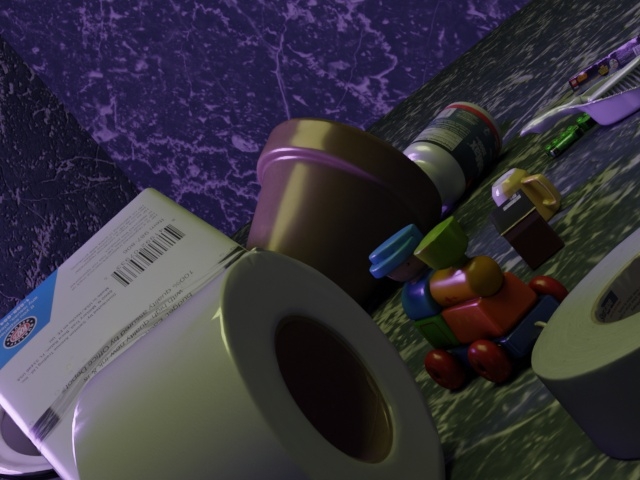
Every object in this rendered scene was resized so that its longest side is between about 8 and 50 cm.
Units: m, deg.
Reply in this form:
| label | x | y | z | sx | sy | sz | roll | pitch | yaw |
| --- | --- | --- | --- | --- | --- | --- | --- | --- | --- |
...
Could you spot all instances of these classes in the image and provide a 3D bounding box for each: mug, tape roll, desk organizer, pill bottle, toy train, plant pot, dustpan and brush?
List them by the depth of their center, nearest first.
| label | x | y | z | sx | sy | sz | roll | pitch | yaw |
| --- | --- | --- | --- | --- | --- | --- | --- | --- | --- |
| tape roll | 0.244 | 0.042 | 0.925 | 0.219 | 0.072 | 0.219 | -41 | 7 | 6 |
| tape roll | -0.045 | 0.154 | 1.089 | 0.169 | 0.246 | 0.246 | -39 | 7 | 24 |
| toy train | 0.140 | 0.038 | 1.208 | 0.105 | 0.143 | 0.248 | -45 | 8 | -22 |
| desk organizer | 0.216 | -0.012 | 1.486 | 0.047 | 0.050 | 0.130 | -40 | 7 | 8 |
| mug | 0.231 | -0.051 | 1.583 | 0.078 | 0.064 | 0.062 | -37 | 7 | 26 |
| dustpan and brush | 0.344 | -0.175 | 1.743 | 0.211 | 0.060 | 0.147 | -38 | 8 | 21 |
| toy train | 0.322 | -0.135 | 1.809 | 0.083 | 0.017 | 0.023 | -42 | 18 | -3 |
| plant pot | 0.000 | 0.000 | 1.898 | 0.229 | 0.263 | 0.263 | -62 | 15 | -23 |
| pill bottle | 0.179 | -0.112 | 2.061 | 0.180 | 0.108 | 0.108 | -47 | 9 | -36 |

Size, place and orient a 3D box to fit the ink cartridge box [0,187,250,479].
| label | x | y | z | sx | sy | sz | roll | pitch | yaw |
| --- | --- | --- | --- | --- | --- | --- | --- | --- | --- |
| ink cartridge box | -0.156 | 0.143 | 1.453 | 0.285 | 0.166 | 0.395 | -43 | 35 | -11 |

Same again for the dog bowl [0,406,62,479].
| label | x | y | z | sx | sy | sz | roll | pitch | yaw |
| --- | --- | --- | --- | --- | --- | --- | --- | --- | --- |
| dog bowl | -0.225 | 0.189 | 1.775 | 0.408 | 0.150 | 0.408 | -26 | 28 | 15 |

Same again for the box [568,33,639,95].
| label | x | y | z | sx | sy | sz | roll | pitch | yaw |
| --- | --- | --- | --- | --- | --- | --- | --- | --- | --- |
| box | 0.402 | -0.238 | 1.852 | 0.094 | 0.027 | 0.137 | -22 | -7 | -39 |
